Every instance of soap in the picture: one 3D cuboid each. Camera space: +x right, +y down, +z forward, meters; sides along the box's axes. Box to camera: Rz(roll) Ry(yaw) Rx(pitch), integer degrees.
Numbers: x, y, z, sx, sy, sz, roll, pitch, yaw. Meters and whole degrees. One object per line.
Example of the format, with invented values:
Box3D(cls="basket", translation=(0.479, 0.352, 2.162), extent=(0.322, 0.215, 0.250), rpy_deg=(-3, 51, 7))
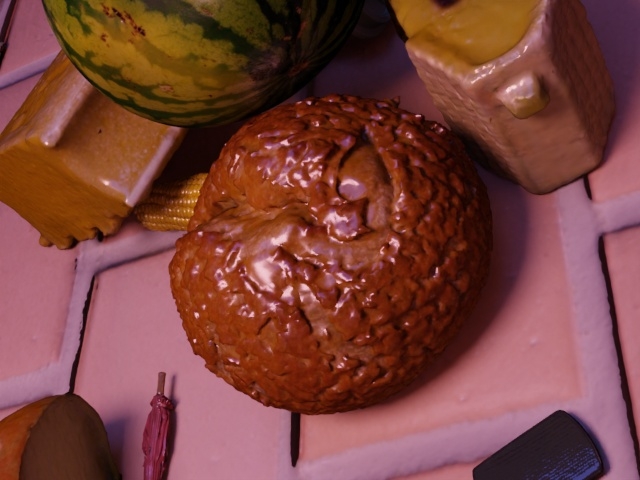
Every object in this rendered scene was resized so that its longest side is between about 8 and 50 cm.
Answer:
Box3D(cls="soap", translation=(-0.229, -0.169, 1.157), extent=(0.293, 0.156, 0.335), rpy_deg=(-13, 44, 61))

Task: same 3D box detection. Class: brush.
Box3D(cls="brush", translation=(0.126, 0.204, 0.779), extent=(0.193, 0.016, 0.063), rpy_deg=(-35, 44, 5))

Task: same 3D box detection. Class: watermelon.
Box3D(cls="watermelon", translation=(-0.107, -0.242, 0.904), extent=(0.285, 0.285, 0.285), rpy_deg=(-18, 49, 21))

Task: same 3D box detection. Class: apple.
Box3D(cls="apple", translation=(-0.260, 0.295, 0.863), extent=(0.346, 0.179, 0.254), rpy_deg=(-101, 26, -47))

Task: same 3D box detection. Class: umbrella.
Box3D(cls="umbrella", translation=(-0.157, 0.201, 0.960), extent=(0.025, 0.027, 0.165), rpy_deg=(119, 158, -51))

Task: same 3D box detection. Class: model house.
Box3D(cls="model house", translation=(0.162, -0.161, 0.919), extent=(0.174, 0.193, 0.234), rpy_deg=(-22, 50, 17))

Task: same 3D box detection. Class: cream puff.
Box3D(cls="cream puff", translation=(0.000, 0.000, 0.881), extent=(0.303, 0.212, 0.303), rpy_deg=(-13, 57, 22))

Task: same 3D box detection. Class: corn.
Box3D(cls="corn", translation=(-0.114, -0.041, 1.092), extent=(0.206, 0.067, 0.067), rpy_deg=(-5, 54, 33))

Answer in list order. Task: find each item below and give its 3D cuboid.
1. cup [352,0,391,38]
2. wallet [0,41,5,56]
Box3D(cls="cup", translation=(0.007, -0.277, 1.173), extent=(0.141, 0.120, 0.120), rpy_deg=(-16, 48, 41))
Box3D(cls="wallet", translation=(-0.561, -0.210, 1.541), extent=(0.121, 0.031, 0.232), rpy_deg=(-7, 55, 24))
